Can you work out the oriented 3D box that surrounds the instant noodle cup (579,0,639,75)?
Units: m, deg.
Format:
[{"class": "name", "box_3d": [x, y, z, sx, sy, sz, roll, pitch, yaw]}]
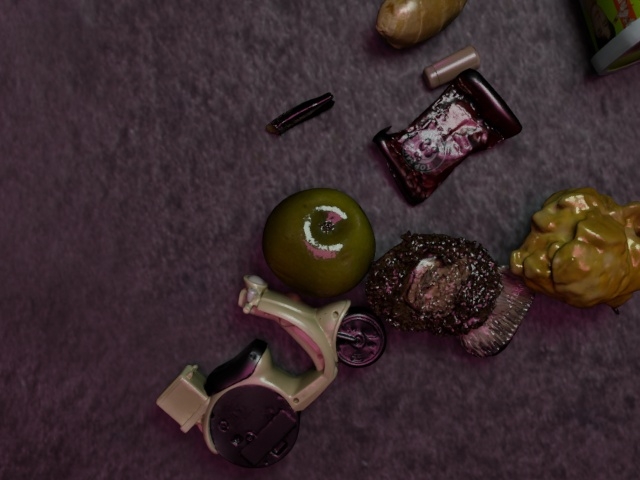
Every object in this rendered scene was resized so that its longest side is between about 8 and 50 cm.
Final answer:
[{"class": "instant noodle cup", "box_3d": [0.532, -0.476, 0.848, 0.293, 0.294, 0.308, -21, 86, 2]}]

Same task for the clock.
[{"class": "clock", "box_3d": [-0.088, 0.222, 0.957, 0.276, 0.120, 0.379, 40, 93, -5]}]

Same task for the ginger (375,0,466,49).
[{"class": "ginger", "box_3d": [0.260, -0.505, 0.884, 0.122, 0.348, 0.363, 37, 136, 25]}]

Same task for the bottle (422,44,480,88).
[{"class": "bottle", "box_3d": [0.234, -0.310, 0.957, 0.096, 0.045, 0.045, -24, 92, 4]}]

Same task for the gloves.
[{"class": "gloves", "box_3d": [0.215, 0.089, 0.930, 0.312, 0.135, 0.210, 30, 115, -21]}]

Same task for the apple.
[{"class": "apple", "box_3d": [0.000, 0.000, 0.906, 0.196, 0.157, 0.197, 3, 69, -8]}]

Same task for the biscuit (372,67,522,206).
[{"class": "biscuit", "box_3d": [0.218, -0.186, 0.953, 0.235, 0.063, 0.151, -36, 91, 8]}]

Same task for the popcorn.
[{"class": "popcorn", "box_3d": [0.442, 0.006, 0.898, 0.253, 0.190, 0.192, 8, 110, -21]}]

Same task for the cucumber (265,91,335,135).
[{"class": "cucumber", "box_3d": [-0.037, -0.232, 0.972, 0.134, 0.033, 0.034, -30, 60, 1]}]
